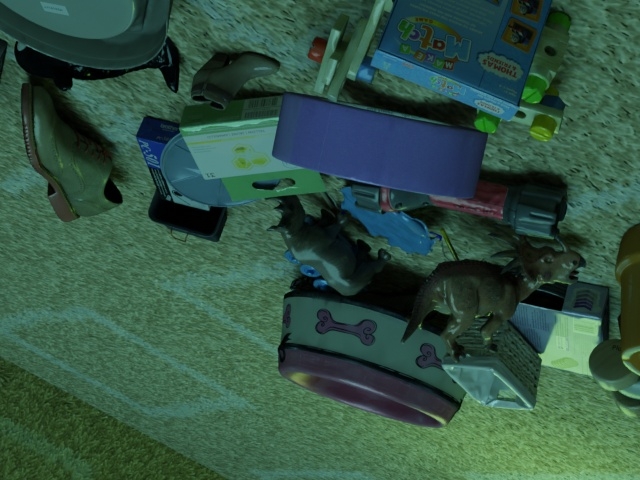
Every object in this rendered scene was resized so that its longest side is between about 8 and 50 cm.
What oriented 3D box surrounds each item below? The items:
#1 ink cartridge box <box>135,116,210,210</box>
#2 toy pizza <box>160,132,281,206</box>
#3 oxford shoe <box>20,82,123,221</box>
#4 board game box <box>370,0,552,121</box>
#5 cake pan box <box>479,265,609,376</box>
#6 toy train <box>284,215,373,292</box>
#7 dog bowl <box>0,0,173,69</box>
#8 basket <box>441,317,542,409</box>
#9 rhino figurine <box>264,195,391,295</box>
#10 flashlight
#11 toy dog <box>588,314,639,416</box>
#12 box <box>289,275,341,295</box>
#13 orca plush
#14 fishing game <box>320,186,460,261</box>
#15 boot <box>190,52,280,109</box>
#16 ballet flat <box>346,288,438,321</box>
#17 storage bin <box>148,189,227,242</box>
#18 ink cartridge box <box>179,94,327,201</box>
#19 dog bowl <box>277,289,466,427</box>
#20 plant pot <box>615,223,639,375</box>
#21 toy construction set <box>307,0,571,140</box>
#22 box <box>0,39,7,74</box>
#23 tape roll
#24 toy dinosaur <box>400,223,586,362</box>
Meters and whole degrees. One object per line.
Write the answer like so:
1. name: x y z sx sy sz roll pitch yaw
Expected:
1. ink cartridge box: -0.244 -0.129 2.018 0.097 0.046 0.207 14 154 12
2. toy pizza: -0.159 -0.127 1.911 0.201 0.032 0.201 0 142 0
3. oxford shoe: -0.435 -0.162 2.062 0.130 0.123 0.348 -9 151 0
4. board game box: 0.161 -0.249 1.256 0.160 0.211 0.039 22 155 -2
5. cake pan box: 0.378 0.140 2.060 0.246 0.070 0.267 9 153 20
6. toy train: 0.014 0.028 2.107 0.105 0.080 0.184 -9 141 33
7. dog bowl: -0.343 -0.370 1.536 0.349 0.102 0.349 18 156 8
8. basket: 0.306 0.215 2.067 0.113 0.103 0.167 -1 149 39
9. rhino figurine: 0.000 0.000 1.987 0.243 0.106 0.073 38 165 -20
10. flashlight: 0.202 -0.067 1.733 0.304 0.103 0.103 13 152 19
11. toy dog: 0.603 0.181 1.923 0.333 0.161 0.220 1 150 6
12. box: -0.010 0.101 2.339 0.083 0.018 0.067 31 154 -20
13. orca plush: -0.352 -0.254 1.778 0.287 0.102 0.151 15 155 12
14. fishing game: 0.110 -0.040 1.914 0.264 0.041 0.189 22 161 34
15. boot: -0.125 -0.224 1.679 0.118 0.087 0.042 9 152 23
16. ballet flat: 0.129 0.137 2.255 0.250 0.058 0.084 -7 143 46
17. storage bin: -0.235 -0.040 2.150 0.135 0.098 0.091 16 165 11
18. ink cartridge box: -0.100 -0.124 1.834 0.171 0.056 0.235 -5 141 15
19. dog bowl: 0.100 0.236 2.250 0.408 0.150 0.408 18 166 5
20. plant pot: 0.522 0.102 1.722 0.205 0.188 0.205 17 155 8
21. toy construction set: 0.153 -0.230 1.401 0.327 0.151 0.215 10 156 -3
22. box: -0.590 -0.216 1.946 0.056 0.183 0.231 25 156 -10
23. tape roll: 0.078 -0.127 1.555 0.275 0.090 0.275 12 -171 -2
24. toy dinosaur: 0.243 0.068 1.832 0.295 0.127 0.200 -9 132 -25
